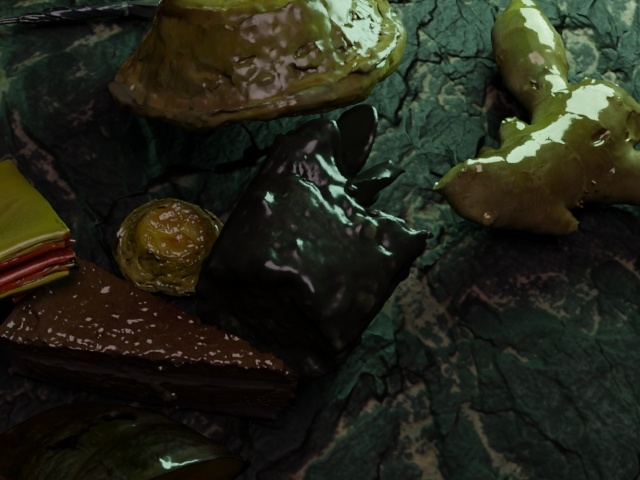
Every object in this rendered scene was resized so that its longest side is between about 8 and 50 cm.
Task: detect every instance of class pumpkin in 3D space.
[{"bbox_3d":[-0.231,0.205,1.173,0.312,0.169,0.148,-23,68,-22],"label":"pumpkin"}]

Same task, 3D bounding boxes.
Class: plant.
[{"bbox_3d":[0.000,0.000,1.325,0.188,0.199,0.276,31,49,-4],"label":"plant"}]

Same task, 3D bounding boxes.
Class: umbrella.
[{"bbox_3d":[-0.251,-0.283,1.547,0.269,0.044,0.044,-5,30,-14],"label":"umbrella"}]

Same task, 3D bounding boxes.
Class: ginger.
[{"bbox_3d":[0.321,-0.098,1.505,0.363,0.122,0.348,30,60,2],"label":"ginger"}]

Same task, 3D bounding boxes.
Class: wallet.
[{"bbox_3d":[-0.338,-0.003,1.288,0.141,0.067,0.241,-23,29,-18],"label":"wallet"}]

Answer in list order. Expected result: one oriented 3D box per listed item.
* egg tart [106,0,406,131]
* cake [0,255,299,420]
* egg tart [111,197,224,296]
[{"bbox_3d":[-0.070,-0.230,1.420,0.341,0.129,0.341,-6,33,4],"label":"egg tart"},{"bbox_3d":[-0.165,0.105,1.279,0.295,0.116,0.113,16,58,0],"label":"cake"},{"bbox_3d":[-0.156,0.004,1.382,0.130,0.052,0.130,6,57,-10],"label":"egg tart"}]
